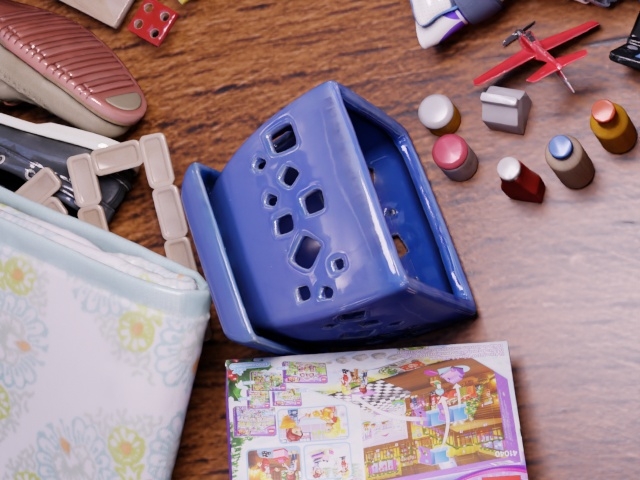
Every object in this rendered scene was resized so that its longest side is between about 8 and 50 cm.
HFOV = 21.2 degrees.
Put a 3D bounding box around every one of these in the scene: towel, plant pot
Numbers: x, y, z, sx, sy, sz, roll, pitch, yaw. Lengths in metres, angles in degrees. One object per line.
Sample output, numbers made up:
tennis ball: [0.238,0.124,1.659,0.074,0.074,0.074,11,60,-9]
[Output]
towel: [-0.301,0.131,1.850,0.374,0.090,0.320,23,112,26]
plant pot: [0.000,0.000,1.765,0.212,0.236,0.236,-25,71,18]

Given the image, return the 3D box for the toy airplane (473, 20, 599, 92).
toy airplane: [0.231,-0.194,1.800,0.151,0.028,0.151,-18,33,12]

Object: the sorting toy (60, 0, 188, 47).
sorting toy: [-0.246,-0.323,2.019,0.274,0.046,0.132,28,87,23]

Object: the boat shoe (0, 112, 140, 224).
boat shoe: [-0.378,-0.084,1.964,0.340,0.127,0.113,14,77,9]

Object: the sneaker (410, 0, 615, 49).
sneaker: [0.215,-0.273,1.819,0.323,0.130,0.236,40,100,19]

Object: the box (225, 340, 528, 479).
box: [0.054,0.209,1.709,0.293,0.057,0.201,-3,57,-2]

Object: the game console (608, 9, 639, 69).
game console: [0.376,-0.210,1.772,0.122,0.107,0.071,20,112,22]

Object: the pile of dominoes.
pile of dominoes: [-0.229,0.023,1.893,0.196,0.040,0.251,-12,91,14]

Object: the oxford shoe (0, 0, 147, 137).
oxford shoe: [-0.372,-0.206,2.010,0.397,0.140,0.146,33,113,23]

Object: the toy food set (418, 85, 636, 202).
toy food set: [0.202,-0.108,1.785,0.232,0.104,0.111,12,81,21]
